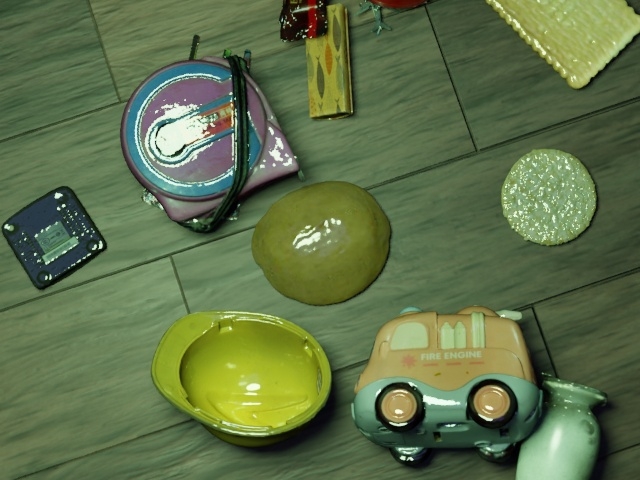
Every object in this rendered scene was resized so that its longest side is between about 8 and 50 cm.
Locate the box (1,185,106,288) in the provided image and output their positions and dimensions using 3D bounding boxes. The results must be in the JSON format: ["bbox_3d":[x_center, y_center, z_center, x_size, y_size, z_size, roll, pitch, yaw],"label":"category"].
[{"bbox_3d":[-0.407,-0.006,1.749,0.126,0.027,0.125,-34,85,-4],"label":"box"}]

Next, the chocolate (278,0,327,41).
[{"bbox_3d":[-0.018,-0.390,1.771,0.086,0.028,0.182,-6,66,26],"label":"chocolate"}]

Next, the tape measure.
[{"bbox_3d":[-0.172,-0.144,1.698,0.232,0.149,0.245,-24,93,-2],"label":"tape measure"}]

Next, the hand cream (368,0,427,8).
[{"bbox_3d":[0.120,-0.461,1.741,0.193,0.125,0.193,1,78,-3],"label":"hand cream"}]

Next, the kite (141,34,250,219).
[{"bbox_3d":[-0.178,-0.174,1.773,0.152,0.015,0.285,10,84,0],"label":"kite"}]

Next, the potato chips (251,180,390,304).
[{"bbox_3d":[0.001,0.000,1.735,0.208,0.062,0.195,10,86,-1],"label":"potato chips"}]

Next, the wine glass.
[{"bbox_3d":[0.348,0.304,1.678,0.111,0.111,0.204,16,81,1],"label":"wine glass"}]

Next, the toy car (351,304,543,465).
[{"bbox_3d":[0.180,0.195,1.652,0.271,0.180,0.212,-4,62,9],"label":"toy car"}]

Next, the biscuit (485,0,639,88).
[{"bbox_3d":[0.365,-0.368,1.789,0.250,0.030,0.160,45,86,4],"label":"biscuit"}]

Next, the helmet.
[{"bbox_3d":[-0.109,0.221,1.671,0.257,0.140,0.205,13,51,11],"label":"helmet"}]

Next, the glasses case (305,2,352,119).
[{"bbox_3d":[0.015,-0.273,1.768,0.065,0.041,0.170,-7,82,29],"label":"glasses case"}]

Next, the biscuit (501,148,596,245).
[{"bbox_3d":[0.349,-0.066,1.762,0.152,0.020,0.152,0,85,0],"label":"biscuit"}]

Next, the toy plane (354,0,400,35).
[{"bbox_3d":[0.085,-0.362,1.790,0.078,0.024,0.084,-9,84,-19],"label":"toy plane"}]
